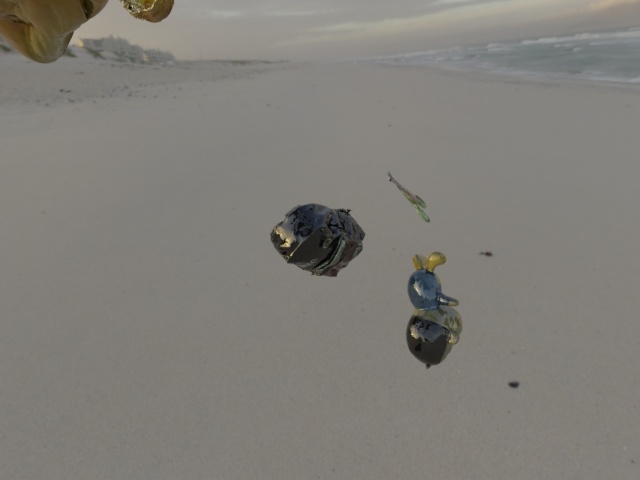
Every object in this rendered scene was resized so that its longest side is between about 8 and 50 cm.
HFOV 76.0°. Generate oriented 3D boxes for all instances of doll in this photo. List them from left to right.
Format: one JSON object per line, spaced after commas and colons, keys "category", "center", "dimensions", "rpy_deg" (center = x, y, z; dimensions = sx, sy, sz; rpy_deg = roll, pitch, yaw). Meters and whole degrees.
{"category": "doll", "center": [0.175, 0.109, 0.639], "dimensions": [0.089, 0.179, 0.102], "rpy_deg": [12, -11, -22]}

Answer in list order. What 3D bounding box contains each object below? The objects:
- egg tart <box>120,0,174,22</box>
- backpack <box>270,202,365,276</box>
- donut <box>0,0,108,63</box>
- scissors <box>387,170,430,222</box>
{"category": "egg tart", "center": [-0.352, -0.561, 0.835], "dimensions": [0.213, 0.212, 0.090], "rpy_deg": [10, 32, 34]}
{"category": "backpack", "center": [-0.003, 0.003, 0.684], "dimensions": [0.105, 0.120, 0.165], "rpy_deg": [50, 24, 24]}
{"category": "donut", "center": [-0.322, -0.390, 0.457], "dimensions": [0.361, 0.359, 0.170], "rpy_deg": [13, 3, 38]}
{"category": "scissors", "center": [0.269, -0.138, 1.253], "dimensions": [0.020, 0.187, 0.133], "rpy_deg": [-40, 20, 25]}
